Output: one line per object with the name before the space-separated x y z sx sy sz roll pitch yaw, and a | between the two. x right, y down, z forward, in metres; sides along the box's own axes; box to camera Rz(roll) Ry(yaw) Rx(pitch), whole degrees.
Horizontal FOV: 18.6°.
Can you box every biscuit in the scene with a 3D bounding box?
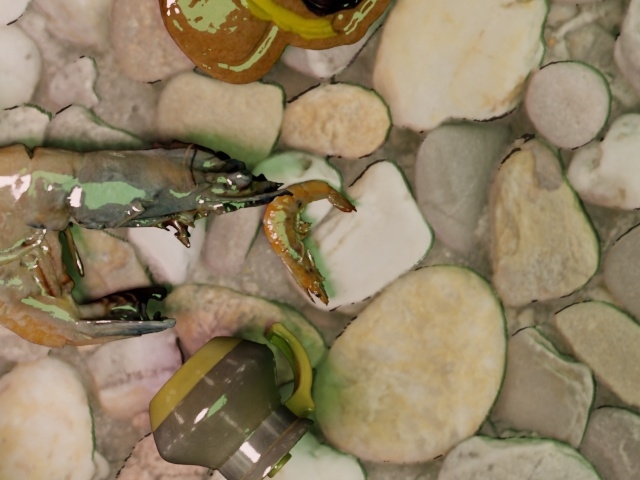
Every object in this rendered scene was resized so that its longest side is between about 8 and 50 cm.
biscuit | -0.012 -0.258 1.616 0.208 0.041 0.290 38 90 -27

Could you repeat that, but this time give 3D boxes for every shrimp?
shrimp | 0.000 0.000 1.708 0.083 0.023 0.114 -31 111 -13
shrimp | -0.171 0.007 1.614 0.289 0.075 0.178 -3 110 -20

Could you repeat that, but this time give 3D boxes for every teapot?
teapot | -0.065 0.141 1.669 0.119 0.130 0.165 44 54 3
